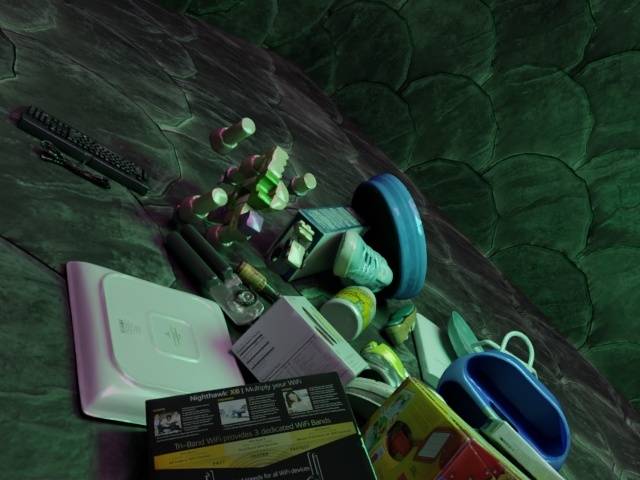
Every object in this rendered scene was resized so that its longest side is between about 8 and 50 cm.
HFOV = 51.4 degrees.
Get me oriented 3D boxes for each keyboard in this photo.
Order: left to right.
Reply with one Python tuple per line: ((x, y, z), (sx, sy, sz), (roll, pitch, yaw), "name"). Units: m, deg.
((-0.536, -0.197, 1.527), (0.317, 0.033, 0.201), (30, 23, -27), "keyboard")

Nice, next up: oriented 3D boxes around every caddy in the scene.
((0.443, 0.425, 1.621), (0.341, 0.241, 0.179), (47, 16, 15), "caddy")

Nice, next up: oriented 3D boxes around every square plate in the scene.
((-0.274, 0.188, 1.191), (0.344, 0.049, 0.347), (25, 26, -39), "square plate")

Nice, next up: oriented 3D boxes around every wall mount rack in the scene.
((0.529, 0.447, 1.869), (0.304, 0.130, 0.350), (34, 60, -13), "wall mount rack")

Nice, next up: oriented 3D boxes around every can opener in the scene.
((-0.233, 0.088, 1.462), (0.076, 0.095, 0.283), (-32, 64, -29), "can opener")

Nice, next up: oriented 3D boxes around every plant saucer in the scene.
((0.479, 0.371, 2.078), (0.317, 0.044, 0.317), (53, 15, -21), "plant saucer")

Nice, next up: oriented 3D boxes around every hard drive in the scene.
((0.372, 0.364, 2.005), (0.203, 0.040, 0.307), (36, 21, -16), "hard drive")

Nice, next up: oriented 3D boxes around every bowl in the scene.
((0.194, -0.006, 2.024), (0.077, 0.391, 0.391), (-12, 45, -18), "bowl")

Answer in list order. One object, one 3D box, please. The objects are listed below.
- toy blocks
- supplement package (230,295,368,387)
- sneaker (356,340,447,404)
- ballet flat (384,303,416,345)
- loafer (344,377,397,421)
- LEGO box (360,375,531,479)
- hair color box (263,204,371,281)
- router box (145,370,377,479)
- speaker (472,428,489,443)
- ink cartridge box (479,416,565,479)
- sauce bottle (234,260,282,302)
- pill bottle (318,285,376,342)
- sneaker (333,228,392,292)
((-0.202, -0.085, 1.667), (0.309, 0.260, 0.288), (38, 52, -30), "toy blocks")
((-0.035, 0.231, 1.324), (0.203, 0.149, 0.194), (46, 4, 10), "supplement package")
((0.189, 0.382, 1.582), (0.300, 0.111, 0.121), (42, 34, 10), "sneaker")
((0.242, 0.254, 1.979), (0.232, 0.080, 0.073), (-26, 97, -66), "ballet flat")
((0.165, 0.399, 1.461), (0.320, 0.112, 0.111), (26, 56, -5), "loafer")
((0.273, 0.465, 1.157), (0.372, 0.193, 0.500), (41, -2, 0), "LEGO box")
((0.000, 0.000, 1.882), (0.105, 0.174, 0.347), (44, 20, 16), "hair color box")
((-0.091, 0.325, 0.965), (0.309, 0.081, 0.243), (-6, 38, -13), "router box")
((0.321, 0.491, 1.516), (0.055, 0.136, 0.055), (35, 22, -16), "speaker")
((0.444, 0.472, 1.408), (0.224, 0.045, 0.223), (43, -5, 14), "ink cartridge box")
((-0.147, 0.101, 1.601), (0.128, 0.042, 0.042), (37, 21, -8), "sauce bottle")
((0.077, 0.184, 1.729), (0.117, 0.117, 0.208), (44, 21, 8), "pill bottle")
((0.128, 0.064, 1.833), (0.150, 0.135, 0.366), (13, -9, 11), "sneaker")
